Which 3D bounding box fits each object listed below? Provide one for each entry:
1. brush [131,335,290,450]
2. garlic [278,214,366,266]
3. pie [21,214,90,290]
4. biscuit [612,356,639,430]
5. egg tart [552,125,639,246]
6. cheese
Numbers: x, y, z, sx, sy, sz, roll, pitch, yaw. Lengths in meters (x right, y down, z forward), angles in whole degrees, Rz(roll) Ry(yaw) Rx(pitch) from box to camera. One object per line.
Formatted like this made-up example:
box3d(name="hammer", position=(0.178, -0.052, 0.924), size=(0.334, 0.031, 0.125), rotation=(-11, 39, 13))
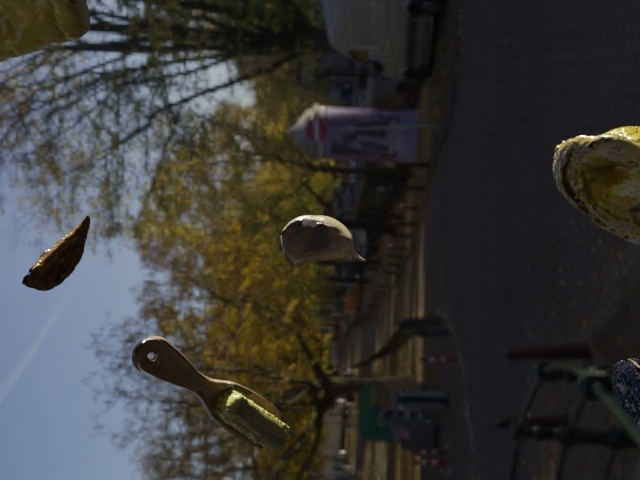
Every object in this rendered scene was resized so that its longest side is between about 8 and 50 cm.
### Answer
box3d(name="brush", position=(-0.145, 0.225, 1.283), size=(0.313, 0.067, 0.072), rotation=(43, -107, -37))
box3d(name="garlic", position=(0.002, -0.002, 1.447), size=(0.066, 0.152, 0.084), rotation=(-22, -76, -71))
box3d(name="pie", position=(-0.499, 0.040, 1.699), size=(0.191, 0.033, 0.088), rotation=(-52, -31, -37))
box3d(name="biscuit", position=(0.313, 0.156, 0.863), size=(0.087, 0.027, 0.089), rotation=(86, 168, -72))
box3d(name="egg tart", position=(0.537, -0.101, 1.518), size=(0.118, 0.288, 0.288), rotation=(-55, -12, -20))
box3d(name="cheese", position=(-0.366, -0.272, 1.054), size=(0.123, 0.167, 0.094), rotation=(81, 173, -78))
